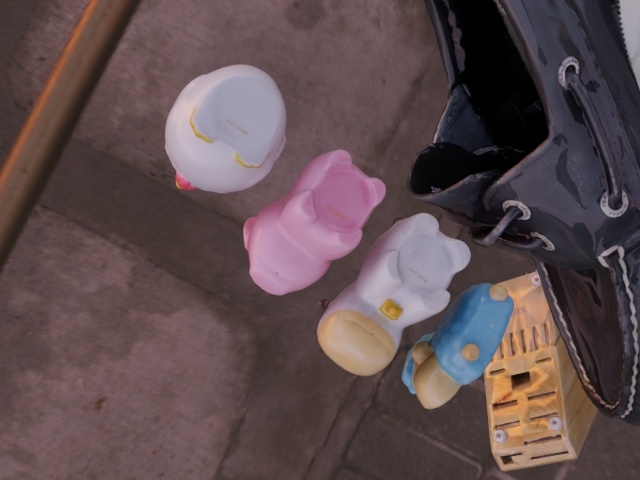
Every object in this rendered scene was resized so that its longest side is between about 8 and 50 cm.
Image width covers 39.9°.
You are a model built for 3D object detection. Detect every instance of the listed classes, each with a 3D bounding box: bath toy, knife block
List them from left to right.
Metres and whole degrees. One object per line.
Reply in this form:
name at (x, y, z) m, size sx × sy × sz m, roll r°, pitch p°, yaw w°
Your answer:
bath toy at (0.000, 0.000, 0.776) m, size 0.348 × 0.129 × 0.151 m, roll 42°, pitch 69°, yaw -12°
knife block at (0.284, 0.142, 1.017) m, size 0.088 × 0.242 × 0.275 m, roll -22°, pitch 54°, yaw 35°

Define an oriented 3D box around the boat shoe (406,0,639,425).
boat shoe at (0.089, -0.055, 0.394) m, size 0.113 × 0.127 × 0.339 m, roll -19°, pitch 113°, yaw -8°
